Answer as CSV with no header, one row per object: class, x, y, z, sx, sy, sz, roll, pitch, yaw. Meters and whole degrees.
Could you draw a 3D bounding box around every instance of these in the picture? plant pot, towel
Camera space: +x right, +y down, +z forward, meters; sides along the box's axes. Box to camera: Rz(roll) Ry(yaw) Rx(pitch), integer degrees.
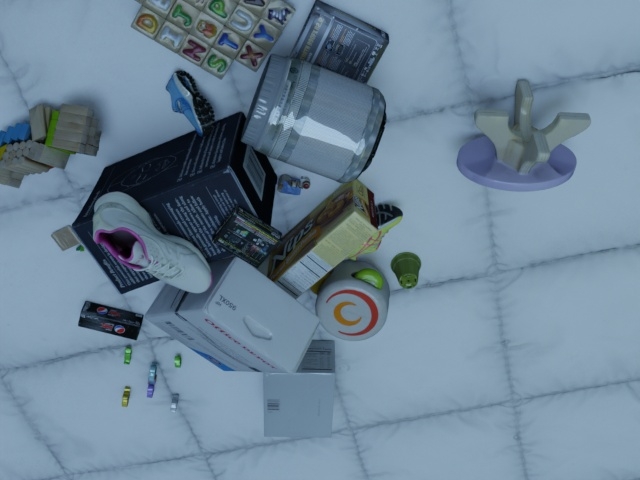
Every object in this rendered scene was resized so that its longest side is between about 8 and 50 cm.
plant pot,0.232,0.087,1.980,0.083,0.079,0.083,0,124,0
towel,-0.239,-0.550,1.592,0.209,0.034,0.285,-15,124,7

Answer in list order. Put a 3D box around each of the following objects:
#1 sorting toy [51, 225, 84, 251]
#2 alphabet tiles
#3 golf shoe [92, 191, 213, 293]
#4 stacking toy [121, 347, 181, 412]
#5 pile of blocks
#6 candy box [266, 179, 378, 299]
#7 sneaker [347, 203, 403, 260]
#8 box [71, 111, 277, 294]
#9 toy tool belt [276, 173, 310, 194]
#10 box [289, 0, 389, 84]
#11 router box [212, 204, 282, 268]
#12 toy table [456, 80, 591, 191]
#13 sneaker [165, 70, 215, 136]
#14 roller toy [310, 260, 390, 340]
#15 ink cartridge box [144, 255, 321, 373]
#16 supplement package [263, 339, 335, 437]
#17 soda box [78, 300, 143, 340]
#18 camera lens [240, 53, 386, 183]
sorting toy,-0.667,0.003,1.973,0.062,0.012,0.083,-25,116,11
alphabet tiles,-0.241,-0.515,1.589,0.343,0.011,0.285,28,119,-21
golf shoe,-0.358,0.034,1.566,0.306,0.140,0.115,39,114,-24
stacking toy,-0.507,0.422,2.226,0.167,0.052,0.221,8,123,-5
pile of blocks,-0.662,-0.228,1.783,0.362,0.148,0.113,-15,166,21
candy box,0.000,0.000,1.862,0.088,0.183,0.316,39,116,-21
sneaker,0.133,-0.017,1.921,0.209,0.081,0.094,-30,125,26
box,-0.326,-0.090,1.741,0.396,0.293,0.212,-19,121,13
toy tool belt,-0.067,-0.132,1.854,0.083,0.051,0.052,6,123,-4
box,0.022,-0.396,1.676,0.183,0.056,0.231,22,121,-12
router box,-0.158,-0.007,1.596,0.122,0.038,0.092,32,118,-20
toy table,0.461,-0.225,1.690,0.275,0.252,0.160,-8,140,-9
sneaker,-0.304,-0.309,1.719,0.073,0.063,0.162,-31,84,35
roller toy,0.086,0.159,1.990,0.210,0.146,0.191,-14,113,16
ink cartridge box,-0.229,0.199,1.889,0.285,0.166,0.395,39,154,-22
supplement package,-0.064,0.434,2.173,0.204,0.145,0.261,2,123,-1
soda box,-0.591,0.226,2.096,0.169,0.053,0.060,16,123,-9
camera lens,-0.011,-0.260,1.601,0.274,0.219,0.219,19,122,-12
